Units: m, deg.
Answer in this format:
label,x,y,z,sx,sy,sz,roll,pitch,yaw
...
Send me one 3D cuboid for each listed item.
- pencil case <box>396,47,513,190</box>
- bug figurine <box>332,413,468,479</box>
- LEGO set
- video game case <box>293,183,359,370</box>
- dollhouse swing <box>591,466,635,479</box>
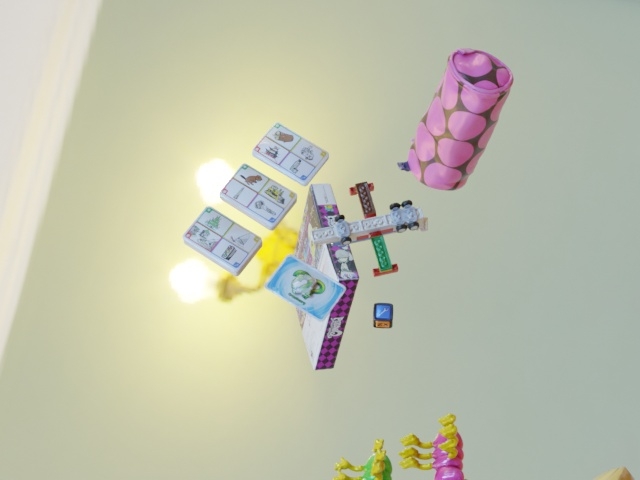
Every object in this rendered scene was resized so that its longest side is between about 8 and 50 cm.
label,x,y,z,sx,sy,sz,roll,pitch,yaw
pencil case,0.174,-0.158,1.711,0.095,0.098,0.209,-8,-33,-24
bug figurine,0.101,0.324,1.560,0.072,0.279,0.216,32,-134,-29
LEGO set,0.000,0.000,1.458,0.182,0.244,0.060,-53,-17,-22
video game case,0.002,0.060,2.173,0.232,0.042,0.210,103,157,-45
dollhouse swing,0.234,0.461,1.426,0.315,0.305,0.347,67,-156,0
